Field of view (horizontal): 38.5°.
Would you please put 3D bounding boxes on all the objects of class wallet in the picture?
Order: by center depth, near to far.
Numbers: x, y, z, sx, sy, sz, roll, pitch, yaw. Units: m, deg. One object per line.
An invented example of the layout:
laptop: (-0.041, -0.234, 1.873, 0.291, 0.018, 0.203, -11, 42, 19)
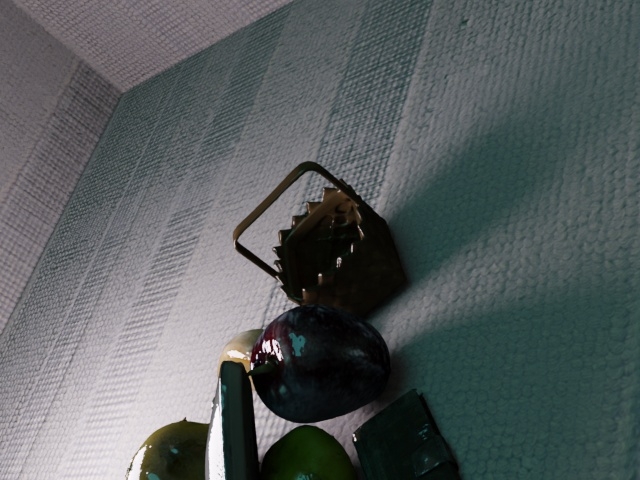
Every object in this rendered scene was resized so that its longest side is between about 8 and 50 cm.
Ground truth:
wallet: (0.158, 0.411, 1.590, 0.169, 0.044, 0.317, -40, 34, 13)

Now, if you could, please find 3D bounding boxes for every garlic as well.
garlic: (-0.144, 0.281, 2.038, 0.245, 0.145, 0.164, -17, 76, 44)

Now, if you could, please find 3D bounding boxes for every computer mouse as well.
computer mouse: (-0.167, 0.386, 1.684, 0.095, 0.197, 0.331, -6, 66, -1)

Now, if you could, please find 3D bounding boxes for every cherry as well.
cherry: (-0.009, 0.238, 1.754, 0.255, 0.296, 0.218, -56, 36, 43)

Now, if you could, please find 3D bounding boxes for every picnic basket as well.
picnic basket: (0.000, 0.000, 1.958, 0.254, 0.321, 0.291, -43, 30, 17)

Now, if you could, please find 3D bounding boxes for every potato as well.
potato: (-0.023, 0.449, 1.665, 0.186, 0.148, 0.253, -31, 39, -8)
potato: (-0.270, 0.519, 1.802, 0.269, 0.219, 0.359, 8, 45, 10)
